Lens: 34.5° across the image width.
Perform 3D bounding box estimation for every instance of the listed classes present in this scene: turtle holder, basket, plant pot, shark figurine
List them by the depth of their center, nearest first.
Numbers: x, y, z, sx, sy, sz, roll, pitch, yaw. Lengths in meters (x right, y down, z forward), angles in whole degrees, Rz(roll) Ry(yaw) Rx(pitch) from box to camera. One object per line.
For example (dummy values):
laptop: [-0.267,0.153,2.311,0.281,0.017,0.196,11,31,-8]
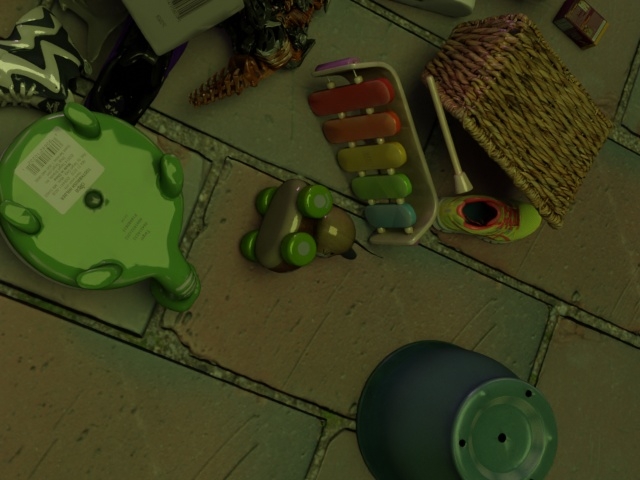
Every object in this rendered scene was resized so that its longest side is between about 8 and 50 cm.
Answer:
turtle holder: [-0.302,-0.043,1.461,0.320,0.227,0.243,13,82,-20]
shark figurine: [-0.405,-0.394,1.491,0.116,0.166,0.278,-40,120,-32]
plant pot: [0.228,0.299,1.626,0.271,0.255,0.272,1,87,-20]
basket: [0.291,-0.188,1.692,0.299,0.213,0.223,42,70,-30]

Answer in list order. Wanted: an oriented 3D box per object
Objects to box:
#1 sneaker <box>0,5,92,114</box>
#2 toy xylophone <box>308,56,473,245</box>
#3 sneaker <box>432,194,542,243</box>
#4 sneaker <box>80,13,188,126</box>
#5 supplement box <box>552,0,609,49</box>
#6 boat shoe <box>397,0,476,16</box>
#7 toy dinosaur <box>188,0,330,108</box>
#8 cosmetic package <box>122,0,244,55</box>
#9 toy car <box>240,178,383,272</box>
sneaker: [-0.432,-0.212,1.491,0.153,0.094,0.235,45,63,-4]
toy xylophone: [0.108,-0.149,1.625,0.081,0.236,0.323,-29,99,-32]
sneaker: [0.296,-0.038,1.757,0.208,0.094,0.081,0,85,-22]
sneaker: [-0.257,-0.276,1.533,0.102,0.146,0.293,28,78,-17]
supplement box: [0.472,-0.395,1.870,0.083,0.043,0.055,39,75,-15]
boat shoe: [0.134,-0.464,1.714,0.301,0.108,0.102,12,82,-23]
toy dinosaur: [-0.091,-0.333,1.593,0.218,0.164,0.322,56,38,-39]
cosmetic package: [-0.264,-0.470,1.433,0.155,0.197,0.365,-30,70,-1]
toy car: [0.000,0.000,1.623,0.188,0.155,0.149,25,78,-30]
